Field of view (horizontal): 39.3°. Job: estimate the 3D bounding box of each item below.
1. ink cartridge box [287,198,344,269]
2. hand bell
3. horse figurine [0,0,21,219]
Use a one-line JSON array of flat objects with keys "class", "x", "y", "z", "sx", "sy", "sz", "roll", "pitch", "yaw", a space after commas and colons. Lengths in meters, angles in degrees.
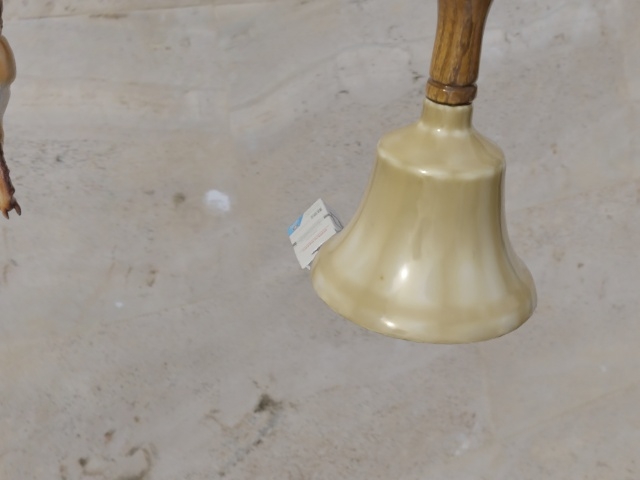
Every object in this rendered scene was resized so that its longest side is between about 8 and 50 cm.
[{"class": "ink cartridge box", "x": 0.000, "y": 0.000, "z": 0.856, "sx": 0.048, "sy": 0.083, "sz": 0.028, "roll": -43, "pitch": 117, "yaw": 11}, {"class": "hand bell", "x": 0.064, "y": -0.084, "z": 0.442, "sx": 0.126, "sy": 0.126, "sz": 0.242, "roll": -12, "pitch": 121, "yaw": -27}, {"class": "horse figurine", "x": -0.395, "y": -0.176, "z": 1.043, "sx": 0.066, "sy": 0.174, "sz": 0.263, "roll": -1, "pitch": 111, "yaw": -37}]
